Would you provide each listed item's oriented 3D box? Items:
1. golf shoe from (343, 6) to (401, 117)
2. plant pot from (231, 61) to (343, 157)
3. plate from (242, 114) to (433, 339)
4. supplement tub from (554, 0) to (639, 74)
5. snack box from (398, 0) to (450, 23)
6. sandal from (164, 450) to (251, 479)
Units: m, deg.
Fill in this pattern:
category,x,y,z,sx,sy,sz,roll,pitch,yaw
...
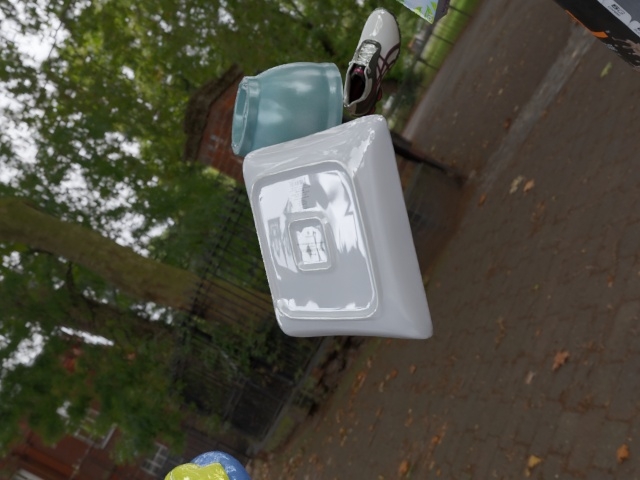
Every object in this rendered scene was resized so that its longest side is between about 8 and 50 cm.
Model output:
category,x,y,z,sx,sy,sz,roll,pitch,yaw
golf shoe,0.124,-0.436,1.632,0.120,0.105,0.272,-16,-58,-69
plant pot,-0.090,-0.266,1.500,0.293,0.196,0.293,-175,90,-73
plate,0.000,0.000,0.868,0.045,0.278,0.277,-17,7,-42
supplement tub,0.255,-0.249,0.481,0.207,0.338,0.207,-52,12,16
snack box,0.146,-0.393,0.938,0.037,0.100,0.141,-38,-24,-25
sandal,-0.069,0.301,0.660,0.138,0.126,0.317,-20,-42,-19
